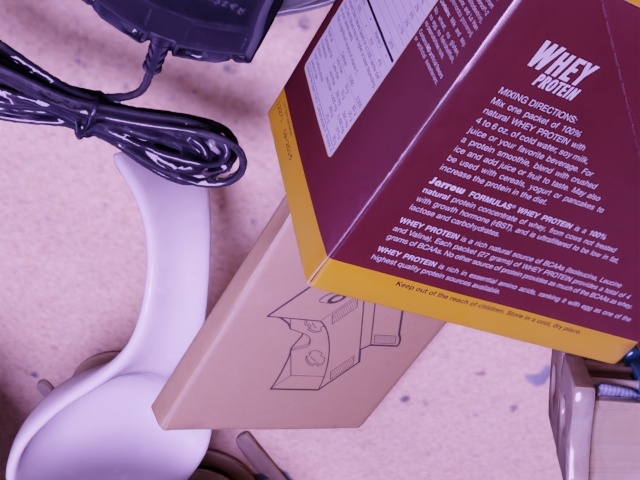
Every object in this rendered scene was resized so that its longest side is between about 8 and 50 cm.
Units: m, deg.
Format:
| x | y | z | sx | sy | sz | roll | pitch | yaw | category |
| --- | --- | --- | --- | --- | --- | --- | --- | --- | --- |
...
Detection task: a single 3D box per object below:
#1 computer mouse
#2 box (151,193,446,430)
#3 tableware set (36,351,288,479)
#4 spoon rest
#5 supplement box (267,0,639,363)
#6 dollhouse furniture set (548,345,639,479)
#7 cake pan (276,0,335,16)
| x | y | z | sx | sy | sz | roll | pitch | yaw | category |
| --- | --- | --- | --- | --- | --- | --- | --- | --- | --- |
| -0.093 | -0.144 | 0.454 | 0.184 | 0.060 | 0.262 | 16 | 138 | -9 | computer mouse |
| 0.009 | 0.047 | 0.610 | 0.164 | 0.021 | 0.201 | 7 | 130 | -37 | box |
| -0.120 | 0.164 | 0.754 | 0.128 | 0.039 | 0.194 | -22 | 120 | 22 | tableware set |
| -0.121 | 0.084 | 0.636 | 0.137 | 0.084 | 0.276 | 0 | 121 | -29 | spoon rest |
| 0.110 | -0.066 | 0.470 | 0.191 | 0.129 | 0.194 | 15 | 129 | -27 | supplement box |
| 0.210 | 0.042 | 0.589 | 0.129 | 0.129 | 0.184 | 2 | 102 | 7 | dollhouse furniture set |
| -0.051 | -0.230 | 0.453 | 0.293 | 0.054 | 0.293 | 3 | 126 | 5 | cake pan |
